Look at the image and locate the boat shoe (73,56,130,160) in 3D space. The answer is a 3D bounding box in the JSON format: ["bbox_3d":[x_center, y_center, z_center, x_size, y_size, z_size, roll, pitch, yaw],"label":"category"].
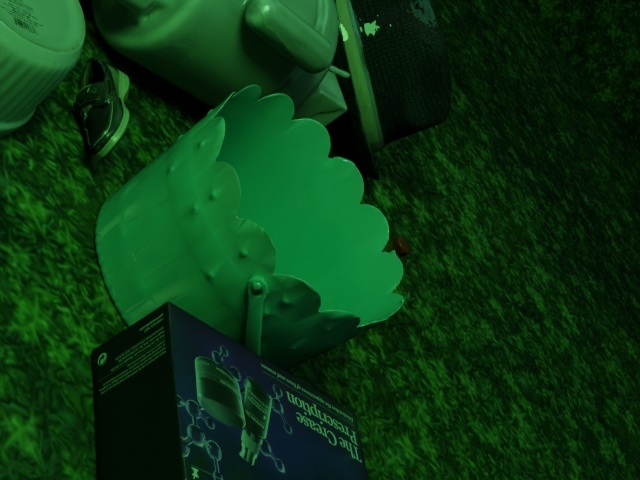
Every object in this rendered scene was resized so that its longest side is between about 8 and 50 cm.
[{"bbox_3d":[-0.224,-0.133,1.361,0.049,0.056,0.152,38,20,-27],"label":"boat shoe"}]

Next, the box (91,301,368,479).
[{"bbox_3d":[-0.069,0.197,1.176,0.261,0.103,0.184,35,34,-40],"label":"box"}]

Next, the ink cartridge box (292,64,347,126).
[{"bbox_3d":[-0.044,-0.218,1.746,0.060,0.104,0.180,25,38,-48],"label":"ink cartridge box"}]

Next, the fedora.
[{"bbox_3d":[0.092,-0.257,1.850,0.334,0.152,0.334,-13,90,-87],"label":"fedora"}]

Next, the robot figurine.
[{"bbox_3d":[-0.116,-0.263,1.542,0.300,0.200,0.353,31,3,43],"label":"robot figurine"}]

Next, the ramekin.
[{"bbox_3d":[-0.306,-0.205,1.215,0.207,0.109,0.207,44,26,-28],"label":"ramekin"}]

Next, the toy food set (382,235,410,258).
[{"bbox_3d":[0.000,0.000,1.550,0.232,0.104,0.111,40,28,-34],"label":"toy food set"}]

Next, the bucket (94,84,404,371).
[{"bbox_3d":[-0.069,0.008,1.311,0.281,0.183,0.281,43,28,-29],"label":"bucket"}]
